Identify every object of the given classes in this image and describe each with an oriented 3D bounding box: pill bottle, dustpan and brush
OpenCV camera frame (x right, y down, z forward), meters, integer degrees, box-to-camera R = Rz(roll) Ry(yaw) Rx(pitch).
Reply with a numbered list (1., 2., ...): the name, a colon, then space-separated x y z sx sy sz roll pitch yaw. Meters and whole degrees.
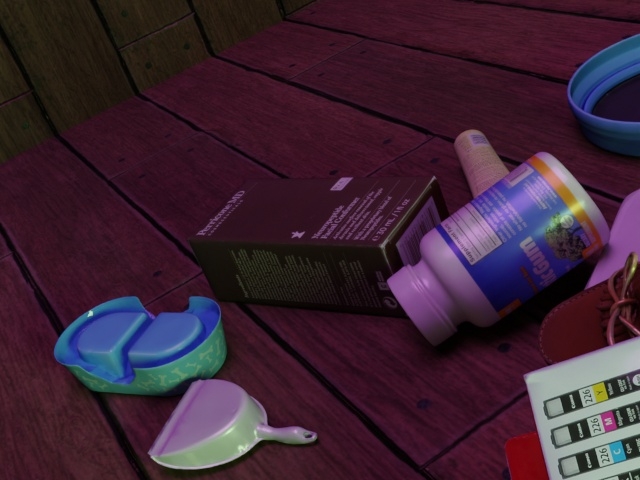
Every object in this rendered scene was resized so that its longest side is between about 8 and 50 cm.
1. pill bottle: 0.230 0.019 1.163 0.272 0.152 0.152 -37 29 6
2. dustpan and brush: -0.103 0.244 1.145 0.211 0.060 0.147 -11 32 32

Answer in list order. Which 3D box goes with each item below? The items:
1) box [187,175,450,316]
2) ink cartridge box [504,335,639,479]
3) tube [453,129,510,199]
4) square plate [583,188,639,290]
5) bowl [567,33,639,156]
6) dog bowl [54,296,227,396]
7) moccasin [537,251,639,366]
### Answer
1. box: 0.000 0.000 1.393 0.381 0.143 0.191 0 36 36
2. ink cartridge box: 0.269 0.239 0.661 0.272 0.130 0.309 -25 50 23
3. tube: 0.281 -0.106 1.473 0.070 0.062 0.240 -59 23 26
4. square plate: 0.470 -0.025 1.066 0.344 0.049 0.347 -31 15 46
5. bowl: 0.623 -0.263 1.482 0.391 0.077 0.391 -16 30 10
6. dog bowl: -0.273 0.166 1.358 0.297 0.074 0.166 -3 34 31
7. moccasin: 0.360 0.069 0.860 0.380 0.147 0.139 -17 58 56
